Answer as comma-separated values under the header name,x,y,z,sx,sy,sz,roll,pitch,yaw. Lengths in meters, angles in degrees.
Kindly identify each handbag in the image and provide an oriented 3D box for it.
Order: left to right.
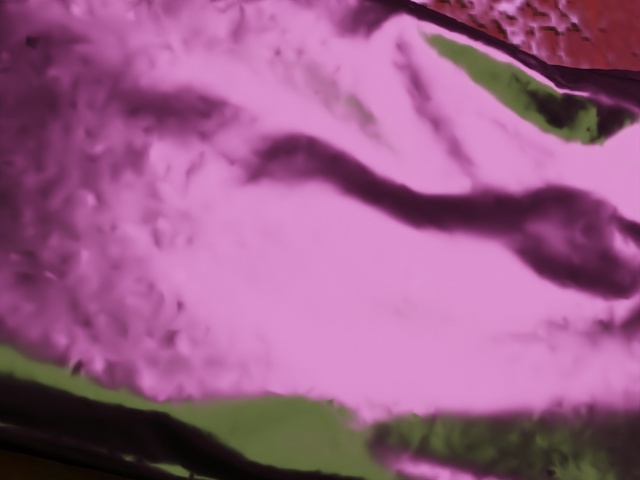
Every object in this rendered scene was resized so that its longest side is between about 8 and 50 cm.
name,x,y,z,sx,sy,sz,roll,pitch,yaw
handbag,0.003,0.001,0.535,0.332,0.075,0.192,17,60,-10
